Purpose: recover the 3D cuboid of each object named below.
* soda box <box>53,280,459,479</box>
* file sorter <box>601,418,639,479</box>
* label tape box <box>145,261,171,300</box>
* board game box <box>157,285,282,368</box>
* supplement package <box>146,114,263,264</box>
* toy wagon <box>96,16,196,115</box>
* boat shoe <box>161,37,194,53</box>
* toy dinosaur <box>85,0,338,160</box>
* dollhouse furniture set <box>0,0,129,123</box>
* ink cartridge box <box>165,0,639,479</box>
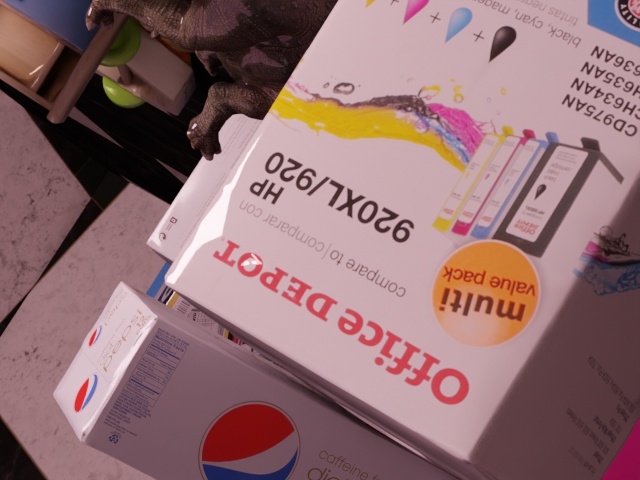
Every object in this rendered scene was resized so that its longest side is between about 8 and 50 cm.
[{"bbox_3d":[-0.018,0.104,0.825,0.216,0.069,0.074,31,180,-24],"label":"soda box"},{"bbox_3d":[0.188,0.058,1.023,0.291,0.202,0.182,32,176,6],"label":"file sorter"},{"bbox_3d":[-0.057,0.016,1.769,0.348,0.249,0.115,28,173,41],"label":"label tape box"},{"bbox_3d":[0.000,0.000,1.331,0.165,0.243,0.042,34,175,-14],"label":"board game box"},{"bbox_3d":[-0.013,-0.013,1.556,0.203,0.194,0.149,32,175,11],"label":"supplement package"},{"bbox_3d":[-0.285,-0.242,1.731,0.344,0.068,0.267,33,174,0],"label":"toy wagon"},{"bbox_3d":[-0.066,-0.173,1.197,0.152,0.049,0.056,-5,136,51],"label":"boat shoe"},{"bbox_3d":[-0.044,-0.142,1.086,0.160,0.121,0.313,-16,132,29],"label":"toy dinosaur"},{"bbox_3d":[-0.321,-0.166,1.446,0.198,0.286,0.303,32,-174,-1],"label":"dollhouse furniture set"},{"bbox_3d":[0.082,-0.017,0.760,0.171,0.232,0.168,29,174,28],"label":"ink cartridge box"}]
